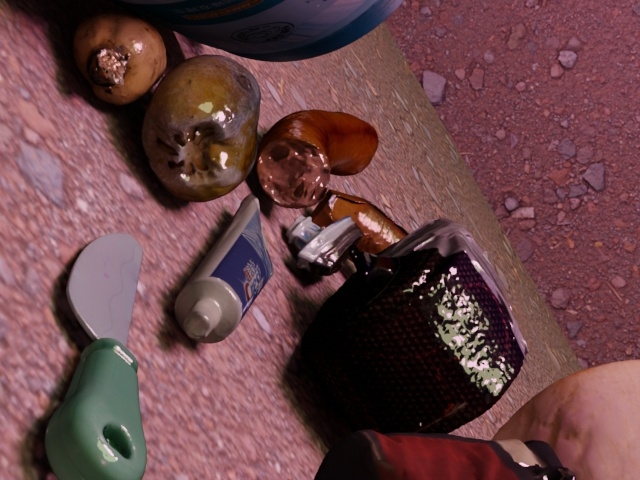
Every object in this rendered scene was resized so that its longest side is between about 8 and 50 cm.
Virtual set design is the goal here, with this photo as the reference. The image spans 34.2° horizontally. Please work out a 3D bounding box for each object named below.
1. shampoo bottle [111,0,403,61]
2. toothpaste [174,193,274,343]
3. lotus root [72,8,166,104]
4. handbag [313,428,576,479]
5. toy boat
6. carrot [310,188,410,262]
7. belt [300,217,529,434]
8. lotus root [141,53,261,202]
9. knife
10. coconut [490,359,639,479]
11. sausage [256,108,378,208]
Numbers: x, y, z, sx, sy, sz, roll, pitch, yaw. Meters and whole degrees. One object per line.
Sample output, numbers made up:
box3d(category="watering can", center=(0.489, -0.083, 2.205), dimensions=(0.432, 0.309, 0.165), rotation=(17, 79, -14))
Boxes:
box3d(category="shampoo bottle", center=(-0.088, -0.341, 0.871), dimensions=(0.331, 0.331, 0.342), rotation=(64, 17, 9))
box3d(category="toothpaste", center=(-0.069, 0.026, 0.827), dimensions=(0.069, 0.047, 0.268), rotation=(46, 14, -6))
box3d(category="lotus root", center=(-0.155, -0.145, 0.814), dimensions=(0.152, 0.063, 0.072), rotation=(-86, 154, -69))
box3d(category="handbag", center=(0.101, 0.239, 0.661), dimensions=(0.181, 0.181, 0.254), rotation=(7, 40, -20))
box3d(category="toy boat", center=(0.000, 0.000, 1.073), dimensions=(0.066, 0.059, 0.140), rotation=(33, 19, 7))
box3d(category="carrot", center=(0.101, 0.034, 1.193), dimensions=(0.260, 0.070, 0.070), rotation=(38, 21, -13))
box3d(category="belt", center=(0.079, 0.070, 0.965), dimensions=(0.164, 0.184, 0.289), rotation=(54, 10, -6))
box3d(category="lotus root", center=(-0.093, -0.100, 0.877), dimensions=(0.192, 0.088, 0.113), rotation=(-74, 164, -67))
box3d(category="knife", center=(-0.131, 0.053, 0.618), dimensions=(0.063, 0.034, 0.260), rotation=(45, 15, -28))
box3d(category="coconut", center=(0.354, 0.305, 1.049), dimensions=(0.415, 0.415, 0.345), rotation=(-90, 177, -60))
box3d(category="sausage", center=(-0.007, -0.099, 1.154), dimensions=(0.102, 0.076, 0.302), rotation=(34, 18, 4))
